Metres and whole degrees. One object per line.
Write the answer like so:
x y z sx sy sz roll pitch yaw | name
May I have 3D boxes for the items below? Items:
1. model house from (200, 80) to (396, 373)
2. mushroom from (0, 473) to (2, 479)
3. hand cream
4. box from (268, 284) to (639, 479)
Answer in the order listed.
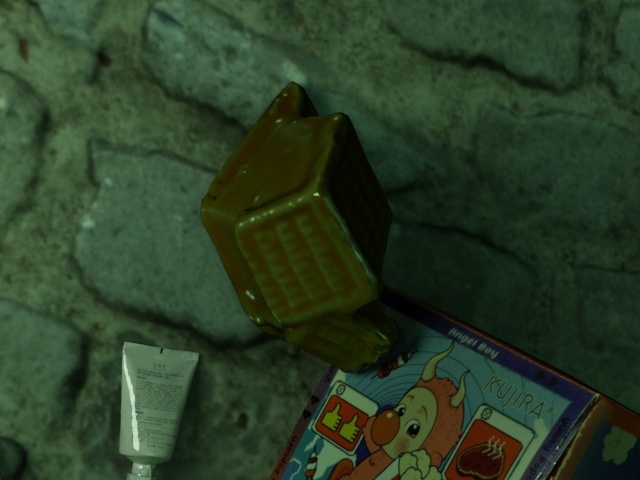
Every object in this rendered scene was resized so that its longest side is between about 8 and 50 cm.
0.009 0.006 1.636 0.173 0.239 0.268 -34 112 -15 | model house
-0.409 0.222 1.536 0.236 0.162 0.173 -6 105 -25 | mushroom
-0.175 0.180 1.703 0.084 0.053 0.142 11 81 -27 | hand cream
0.161 0.267 1.680 0.257 0.349 0.318 31 88 -39 | box
